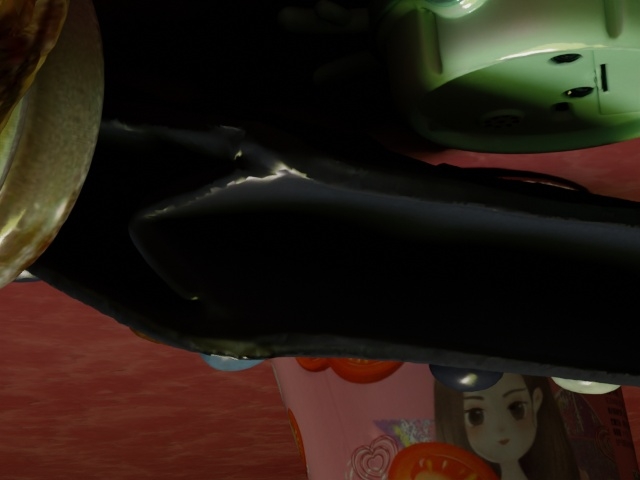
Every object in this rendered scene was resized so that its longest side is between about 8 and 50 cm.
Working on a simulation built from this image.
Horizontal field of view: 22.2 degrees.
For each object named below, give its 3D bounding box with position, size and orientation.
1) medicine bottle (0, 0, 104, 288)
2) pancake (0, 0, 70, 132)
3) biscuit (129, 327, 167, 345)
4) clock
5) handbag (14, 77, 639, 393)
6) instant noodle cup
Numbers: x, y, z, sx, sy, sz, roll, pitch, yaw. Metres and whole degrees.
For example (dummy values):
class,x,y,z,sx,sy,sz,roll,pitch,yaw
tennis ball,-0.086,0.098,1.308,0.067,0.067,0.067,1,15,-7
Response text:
class,x,y,z,sx,sy,sz,roll,pitch,yaw
medicine bottle,-0.225,-0.069,0.474,0.151,0.151,0.322,-16,162,38
pancake,-0.212,-0.045,0.345,0.305,0.067,0.427,21,115,-43
biscuit,-0.036,0.043,1.174,0.212,0.036,0.212,-5,165,-1
clock,0.092,-0.084,0.675,0.211,0.066,0.159,-6,164,12
handbag,0.000,0.000,0.755,0.326,0.118,0.269,10,-174,-42
instant noodle cup,0.087,0.114,1.024,0.243,0.231,0.243,-11,159,-4
